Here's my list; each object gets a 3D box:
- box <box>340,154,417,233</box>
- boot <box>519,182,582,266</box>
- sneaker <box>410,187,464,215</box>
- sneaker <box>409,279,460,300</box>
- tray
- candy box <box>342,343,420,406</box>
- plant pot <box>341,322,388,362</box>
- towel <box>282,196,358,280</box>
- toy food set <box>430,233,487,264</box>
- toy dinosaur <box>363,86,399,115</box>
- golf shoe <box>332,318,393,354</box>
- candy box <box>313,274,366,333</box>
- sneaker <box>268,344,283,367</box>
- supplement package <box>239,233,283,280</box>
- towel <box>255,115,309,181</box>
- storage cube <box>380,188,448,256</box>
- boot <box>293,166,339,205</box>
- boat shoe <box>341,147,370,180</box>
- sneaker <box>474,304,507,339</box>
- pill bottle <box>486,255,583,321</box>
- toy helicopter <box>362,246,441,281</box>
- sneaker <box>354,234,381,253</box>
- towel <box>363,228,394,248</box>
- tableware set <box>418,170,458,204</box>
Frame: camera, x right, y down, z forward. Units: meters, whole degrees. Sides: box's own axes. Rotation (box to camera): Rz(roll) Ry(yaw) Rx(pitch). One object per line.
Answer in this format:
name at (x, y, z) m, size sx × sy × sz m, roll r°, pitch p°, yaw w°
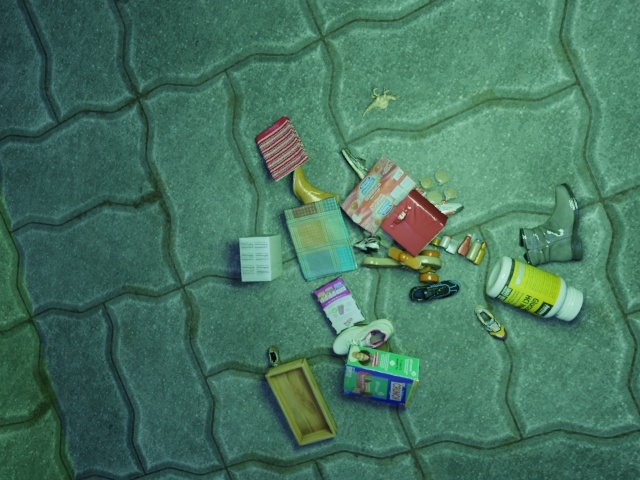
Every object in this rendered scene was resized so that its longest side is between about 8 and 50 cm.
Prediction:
box at (0.256, -0.200, 1.846) m, size 0.300 × 0.154 × 0.142 m, roll -50°, pitch 40°, yaw 12°
boot at (0.953, -0.060, 1.756) m, size 0.222 × 0.118 × 0.338 m, roll -8°, pitch 89°, yaw 18°
sneaker at (0.487, -0.172, 1.854) m, size 0.270 × 0.090 × 0.145 m, roll -12°, pitch 95°, yaw 15°
sneaker at (0.516, 0.232, 1.882) m, size 0.232 × 0.090 × 0.082 m, roll -13°, pitch 92°, yaw 13°
tray at (-0.089, 0.789, 2.042) m, size 0.202 × 0.076 × 0.411 m, roll -21°, pitch 101°, yaw 13°
candy box at (0.269, 0.613, 1.881) m, size 0.317 × 0.122 × 0.268 m, roll 8°, pitch 135°, yaw 8°
plant pot at (0.209, 0.509, 2.004) m, size 0.236 × 0.032 × 0.236 m, roll 1°, pitch 94°, yaw 12°
towel at (0.000, 0.000, 1.952) m, size 0.271 × 0.040 × 0.370 m, roll -14°, pitch 107°, yaw 13°
toy food set at (0.616, 0.013, 1.836) m, size 0.232 × 0.111 × 0.105 m, roll 25°, pitch 88°, yaw 10°
toy dinosaur at (0.261, -0.634, 1.880) m, size 0.183 × 0.053 × 0.093 m, roll -22°, pitch 92°, yaw 13°
golf shoe at (0.185, 0.454, 1.918) m, size 0.306 × 0.140 × 0.115 m, roll -27°, pitch 90°, yaw 14°
candy box at (0.092, 0.302, 1.990) m, size 0.159 × 0.071 × 0.233 m, roll -30°, pitch 88°, yaw 13°
sneaker at (-0.224, 0.621, 2.086) m, size 0.066 × 0.071 × 0.189 m, roll -20°, pitch 90°, yaw 13°
supplement package at (-0.279, 0.078, 1.986) m, size 0.149 × 0.194 × 0.203 m, roll -2°, pitch 94°, yaw 12°
towel at (-0.185, -0.433, 1.957) m, size 0.198 × 0.031 × 0.275 m, roll -32°, pitch 65°, yaw 14°
storage cube at (0.393, -0.076, 1.742) m, size 0.193 × 0.215 × 0.184 m, roll 42°, pitch 114°, yaw 5°
boot at (-0.018, -0.219, 1.962) m, size 0.211 × 0.104 × 0.295 m, roll -1°, pitch 100°, yaw 7°
boat shoe at (0.184, -0.340, 1.914) m, size 0.073 × 0.080 × 0.224 m, roll -38°, pitch 92°, yaw 7°
sneaker at (0.755, 0.372, 1.847) m, size 0.069 × 0.084 × 0.185 m, roll -45°, pitch 85°, yaw 12°
pill bottle at (0.892, 0.208, 1.750) m, size 0.333 × 0.188 × 0.188 m, roll 22°, pitch 99°, yaw 10°
toy helicopter at (0.350, 0.099, 1.843) m, size 0.354 × 0.235 × 0.140 m, roll 0°, pitch 76°, yaw 23°
sneaker at (0.224, 0.013, 1.902) m, size 0.072 × 0.178 × 0.077 m, roll 34°, pitch 75°, yaw -24°
towel at (0.285, -0.036, 1.941) m, size 0.148 × 0.027 × 0.110 m, roll 32°, pitch 102°, yaw 8°
tableware set at (0.518, -0.233, 1.836) m, size 0.141 × 0.020 × 0.169 m, roll -14°, pitch 66°, yaw -7°
